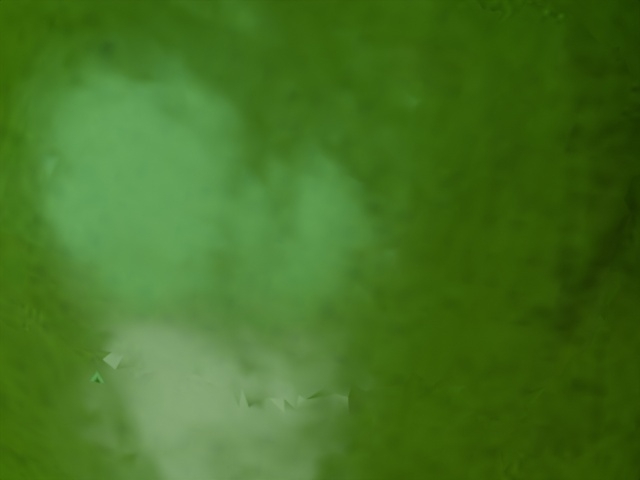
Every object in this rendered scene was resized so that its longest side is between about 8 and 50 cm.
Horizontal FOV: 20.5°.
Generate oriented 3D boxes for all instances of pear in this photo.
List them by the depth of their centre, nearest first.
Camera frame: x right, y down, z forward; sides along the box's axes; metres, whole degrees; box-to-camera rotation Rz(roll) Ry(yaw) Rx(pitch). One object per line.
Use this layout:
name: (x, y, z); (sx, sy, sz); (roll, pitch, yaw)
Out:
pear: (0.000, 0.000, 0.441); (0.253, 0.253, 0.307); (21, 118, 18)
